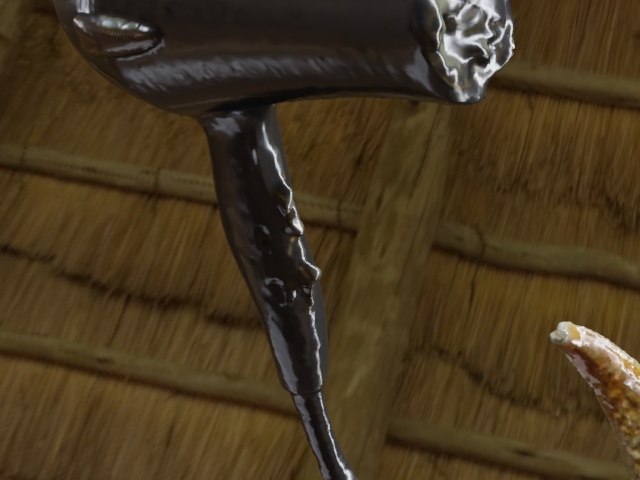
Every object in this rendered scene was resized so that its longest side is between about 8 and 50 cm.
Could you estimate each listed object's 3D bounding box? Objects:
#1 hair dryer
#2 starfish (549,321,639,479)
[{"bbox_3d":[0.000,0.000,0.623,0.304,0.120,0.359,21,-47,50],"label":"hair dryer"},{"bbox_3d":[0.152,0.159,0.569,0.247,0.138,0.050,49,-27,7],"label":"starfish"}]
